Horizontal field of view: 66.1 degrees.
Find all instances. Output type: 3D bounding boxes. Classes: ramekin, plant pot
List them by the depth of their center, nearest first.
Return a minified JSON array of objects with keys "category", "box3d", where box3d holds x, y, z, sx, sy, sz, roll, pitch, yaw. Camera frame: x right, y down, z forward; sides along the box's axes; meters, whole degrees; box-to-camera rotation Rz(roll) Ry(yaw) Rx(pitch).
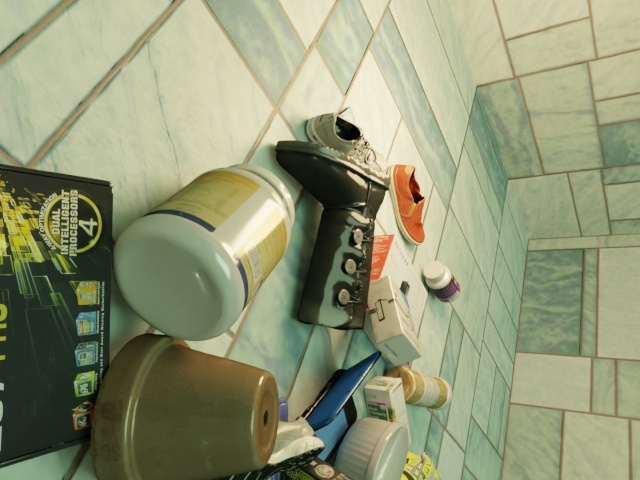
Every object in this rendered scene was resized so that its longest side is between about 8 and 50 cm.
[{"category":"plant pot","box3d":[-0.196,0.284,0.803,0.263,0.229,0.263,-1,90,-79]},{"category":"ramekin","box3d":[0.139,0.627,1.380,0.273,0.127,0.273,-30,126,-53]}]

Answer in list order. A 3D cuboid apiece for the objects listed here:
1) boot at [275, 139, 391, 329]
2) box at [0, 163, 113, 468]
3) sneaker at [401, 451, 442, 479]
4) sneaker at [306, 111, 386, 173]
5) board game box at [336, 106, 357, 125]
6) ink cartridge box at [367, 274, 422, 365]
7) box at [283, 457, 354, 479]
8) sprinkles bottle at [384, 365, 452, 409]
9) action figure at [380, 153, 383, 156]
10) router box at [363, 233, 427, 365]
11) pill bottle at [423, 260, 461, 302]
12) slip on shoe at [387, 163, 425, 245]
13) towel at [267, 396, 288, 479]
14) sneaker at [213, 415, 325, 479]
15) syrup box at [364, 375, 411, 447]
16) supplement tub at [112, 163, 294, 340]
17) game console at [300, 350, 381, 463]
[{"category":"boot","box3d":[0.002,0.001,1.284,0.367,0.146,0.445,16,87,-33]},{"category":"box","box3d":[-0.442,0.095,0.651,0.318,0.097,0.395,6,84,-55]},{"category":"sneaker","box3d":[0.268,0.785,1.620,0.385,0.145,0.147,28,34,-49]},{"category":"sneaker","box3d":[0.094,-0.261,1.386,0.281,0.115,0.105,27,68,-32]},{"category":"board game box","box3d":[0.084,-0.358,1.527,0.090,0.020,0.090,-49,125,-46]},{"category":"ink cartridge box","box3d":[0.202,0.224,1.376,0.148,0.086,0.203,50,23,-42]},{"category":"box","box3d":[0.027,0.627,1.089,0.060,0.270,0.216,-4,107,-55]},{"category":"sprinkles bottle","box3d":[0.352,0.527,1.743,0.355,0.121,0.121,31,62,-50]},{"category":"action figure","box3d":[0.106,-0.227,1.511,0.232,0.063,0.137,12,79,-47]},{"category":"router box","box3d":[0.235,0.199,1.639,0.335,0.082,0.301,55,45,-37]},{"category":"pill bottle","box3d":[0.487,0.164,1.986,0.193,0.108,0.108,47,51,-43]},{"category":"slip on shoe","box3d":[0.334,-0.126,1.800,0.123,0.101,0.331,-48,127,-48]},{"category":"towel","box3d":[-0.181,0.498,1.057,0.336,0.040,0.243,-4,92,-54]},{"category":"sneaker","box3d":[-0.121,0.444,1.041,0.271,0.108,0.100,3,129,-42]},{"category":"syrup box","box3d":[0.215,0.560,1.566,0.096,0.093,0.237,-23,106,-54]},{"category":"supplement tub","box3d":[-0.188,0.003,0.890,0.316,0.228,0.228,-57,133,-57]},{"category":"game console","box3d":[0.059,0.463,1.280,0.293,0.173,0.250,-37,117,-50]}]
